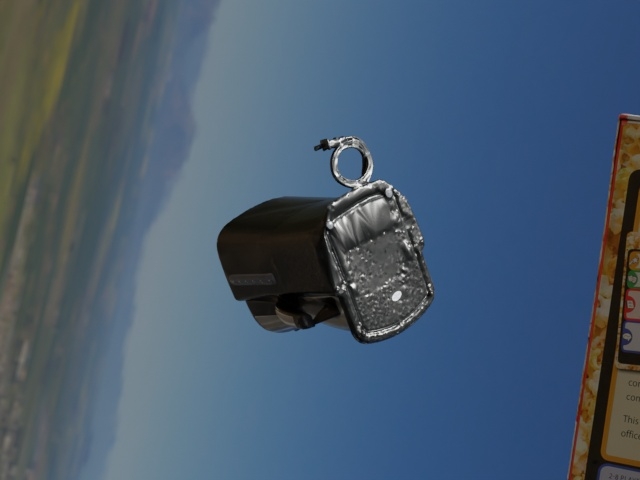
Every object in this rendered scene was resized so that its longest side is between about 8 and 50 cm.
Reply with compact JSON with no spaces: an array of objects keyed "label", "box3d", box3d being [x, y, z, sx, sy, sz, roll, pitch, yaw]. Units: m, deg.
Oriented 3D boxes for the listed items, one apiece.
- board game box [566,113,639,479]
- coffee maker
[{"label":"board game box","box3d":[0.170,0.057,0.511,0.045,0.146,0.194,15,84,-61]},{"label":"coffee maker","box3d":[0.000,0.000,1.229,0.178,0.120,0.171,0,-90,56]}]
